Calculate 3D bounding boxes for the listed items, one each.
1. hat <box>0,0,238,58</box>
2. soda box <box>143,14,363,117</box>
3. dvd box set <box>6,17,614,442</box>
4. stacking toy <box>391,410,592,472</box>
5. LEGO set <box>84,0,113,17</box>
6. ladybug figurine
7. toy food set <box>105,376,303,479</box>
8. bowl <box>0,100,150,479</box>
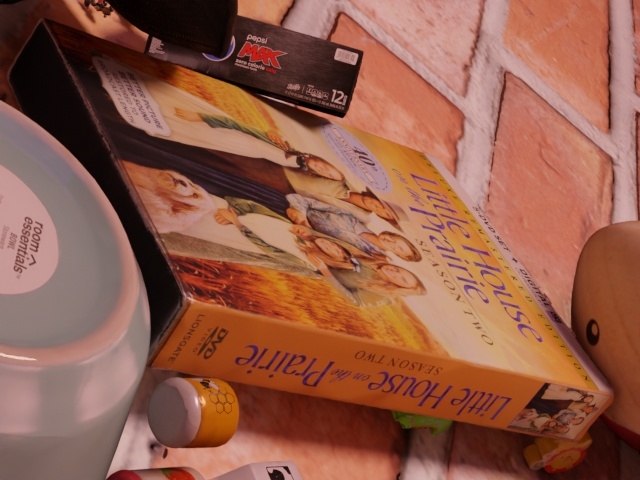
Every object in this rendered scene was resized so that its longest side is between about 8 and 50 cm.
[{"bbox_3d":[-0.184,-0.234,0.977,0.134,0.331,0.331,-35,79,-20],"label":"hat"},{"bbox_3d":[-0.053,-0.147,1.156,0.169,0.053,0.060,16,0,-2],"label":"soda box"},{"bbox_3d":[0.000,0.000,1.066,0.420,0.062,0.307,16,31,-40],"label":"dvd box set"},{"bbox_3d":[0.151,0.205,1.069,0.221,0.052,0.167,15,39,-39],"label":"stacking toy"},{"bbox_3d":[-0.159,-0.191,1.194,0.083,0.023,0.054,-9,31,-36],"label":"LEGO set"},{"bbox_3d":[0.360,0.136,1.223,0.305,0.162,0.449,23,-9,46],"label":"ladybug figurine"},{"bbox_3d":[-0.066,0.182,0.751,0.104,0.111,0.232,6,50,-49],"label":"toy food set"},{"bbox_3d":[-0.208,0.034,0.709,0.311,0.163,0.311,31,33,-23],"label":"bowl"}]
